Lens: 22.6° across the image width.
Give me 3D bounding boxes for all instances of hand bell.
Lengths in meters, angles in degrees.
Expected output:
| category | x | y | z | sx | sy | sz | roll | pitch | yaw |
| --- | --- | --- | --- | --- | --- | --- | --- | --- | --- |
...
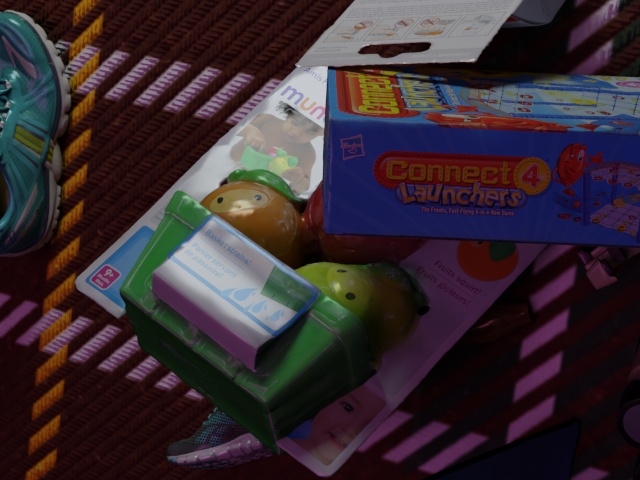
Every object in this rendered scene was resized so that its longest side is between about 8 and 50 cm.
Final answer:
| category | x | y | z | sx | sy | sz | roll | pitch | yaw |
| --- | --- | --- | --- | --- | --- | --- | --- | --- | --- |
| hand bell | 0.086 | 0.096 | 1.536 | 0.242 | 0.126 | 0.126 | -14 | 86 | 21 |

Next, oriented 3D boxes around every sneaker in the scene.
| category | x | y | z | sx | sy | sz | roll | pitch | yaw |
| --- | --- | --- | --- | --- | --- | --- | --- | --- | --- |
| sneaker | -0.345 | -0.118 | 1.774 | 0.107 | 0.110 | 0.275 | 1 | 94 | 33 |
| sneaker | -0.092 | 0.194 | 1.679 | 0.166 | 0.065 | 0.076 | -18 | 68 | 29 |

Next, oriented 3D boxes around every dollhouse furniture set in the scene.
| category | x | y | z | sx | sy | sz | roll | pitch | yaw |
| --- | --- | --- | --- | --- | --- | --- | --- | --- | --- |
| dollhouse furniture set | 0.248 | -0.028 | 1.416 | 0.081 | 0.091 | 0.114 | -35 | 88 | 12 |

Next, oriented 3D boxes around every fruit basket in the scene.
| category | x | y | z | sx | sy | sz | roll | pitch | yaw |
| --- | --- | --- | --- | --- | --- | --- | --- | --- | --- |
| fruit basket | 0.000 | 0.000 | 1.472 | 0.327 | 0.165 | 0.353 | 36 | 74 | 25 |

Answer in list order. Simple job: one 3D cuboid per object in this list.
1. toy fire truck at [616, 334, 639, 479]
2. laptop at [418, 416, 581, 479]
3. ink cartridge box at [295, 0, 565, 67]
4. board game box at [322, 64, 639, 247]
| category | x | y | z | sx | sy | sz | roll | pitch | yaw |
| --- | --- | --- | --- | --- | --- | --- | --- | --- | --- |
| toy fire truck | 0.391 | 0.155 | 1.313 | 0.246 | 0.158 | 0.217 | -6 | 118 | 26 |
| laptop | 0.190 | 0.403 | 1.315 | 0.408 | 0.382 | 0.236 | 51 | 118 | 19 |
| ink cartridge box | 0.108 | -0.194 | 1.418 | 0.181 | 0.225 | 0.056 | 2 | 128 | 32 |
| board game box | 0.153 | -0.073 | 1.273 | 0.302 | 0.308 | 0.086 | 3 | 104 | -1 |
